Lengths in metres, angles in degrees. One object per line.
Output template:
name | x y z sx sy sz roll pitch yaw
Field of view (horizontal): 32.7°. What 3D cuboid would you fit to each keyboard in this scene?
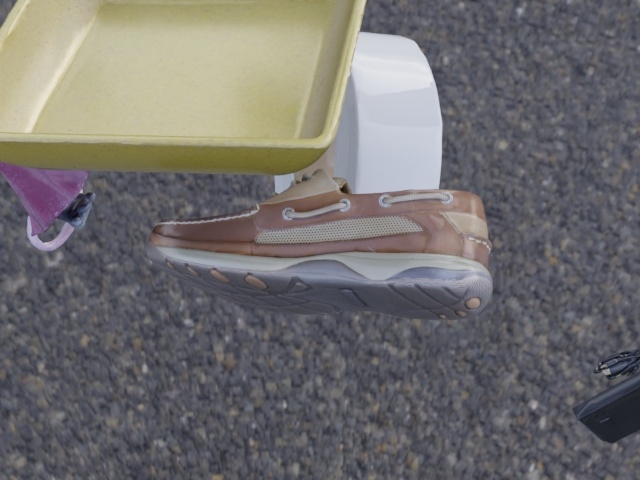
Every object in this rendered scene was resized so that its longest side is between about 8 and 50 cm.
keyboard | 0.455 0.145 1.351 0.317 0.201 0.033 -33 49 16

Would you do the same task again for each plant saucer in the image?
plant saucer | -0.124 -0.167 0.992 0.332 0.081 0.333 3 46 10

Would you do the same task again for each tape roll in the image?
tape roll | 0.035 -0.096 1.253 0.100 0.286 0.286 1 56 -21

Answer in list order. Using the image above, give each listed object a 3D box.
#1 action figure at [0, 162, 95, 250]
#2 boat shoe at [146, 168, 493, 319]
action figure | -0.414 -0.173 1.261 0.370 0.276 0.248 21 68 -14
boat shoe | 0.000 0.000 1.000 0.324 0.123 0.116 4 70 15
